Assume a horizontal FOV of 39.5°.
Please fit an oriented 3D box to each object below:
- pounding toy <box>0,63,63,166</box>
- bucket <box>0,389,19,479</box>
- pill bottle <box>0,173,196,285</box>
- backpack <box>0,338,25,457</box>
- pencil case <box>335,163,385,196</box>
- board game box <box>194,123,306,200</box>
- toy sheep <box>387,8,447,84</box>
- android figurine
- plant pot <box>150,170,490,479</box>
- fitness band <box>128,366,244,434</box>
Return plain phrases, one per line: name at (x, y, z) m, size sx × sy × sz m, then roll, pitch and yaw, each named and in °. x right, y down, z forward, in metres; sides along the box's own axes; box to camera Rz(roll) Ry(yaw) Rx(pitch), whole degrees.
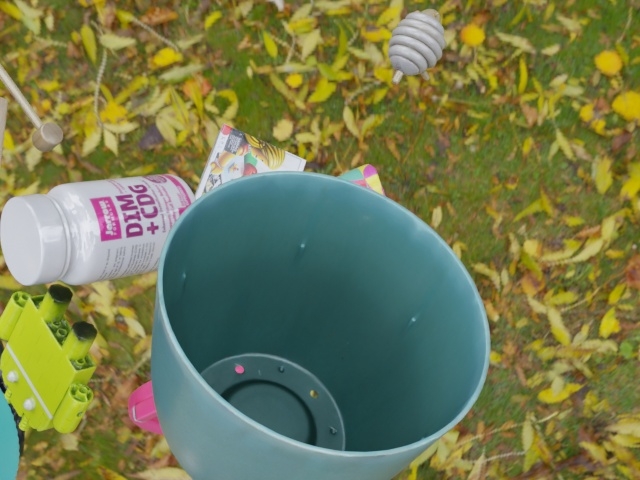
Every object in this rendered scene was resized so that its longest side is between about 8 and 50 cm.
pounding toy at (-0.462, -0.145, 1.198) m, size 0.206 × 0.094 × 0.181 m, roll 15°, pitch 60°, yaw -34°
bucket at (-0.581, 0.294, 1.275) m, size 0.183 × 0.281 × 0.281 m, roll -25°, pitch 69°, yaw 9°
pill bottle at (-0.345, -0.016, 1.414) m, size 0.283 × 0.160 × 0.160 m, roll -11°, pitch 62°, yaw -44°
backpack at (-0.759, 0.287, 1.665) m, size 0.355 × 0.273 × 0.290 m, roll -9°, pitch 46°, yaw -29°
pencil case at (-0.012, -0.028, 1.264) m, size 0.236 × 0.104 × 0.104 m, roll -21°, pitch 69°, yaw -5°
board game box at (-0.166, -0.065, 1.836) m, size 0.192 × 0.053 × 0.305 m, roll 22°, pitch 71°, yaw -14°
toy sheep at (0.143, -0.289, 1.331) m, size 0.091 × 0.091 × 0.132 m, roll 22°, pitch 78°, yaw 11°
android figurine at (-0.466, 0.208, 1.498) m, size 0.248 × 0.056 × 0.273 m, roll 51°, pitch 123°, yaw 22°
plant pot at (-0.025, 0.120, 0.834) m, size 0.292 × 0.235 × 0.293 m, roll 11°, pitch 48°, yaw -13°
fitness band at (-0.170, 0.251, 1.411) m, size 0.290 × 0.209 × 0.054 m, roll -26°, pitch 59°, yaw 29°
